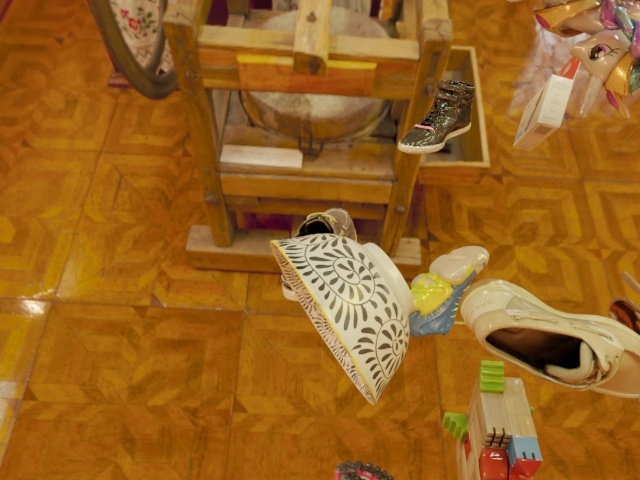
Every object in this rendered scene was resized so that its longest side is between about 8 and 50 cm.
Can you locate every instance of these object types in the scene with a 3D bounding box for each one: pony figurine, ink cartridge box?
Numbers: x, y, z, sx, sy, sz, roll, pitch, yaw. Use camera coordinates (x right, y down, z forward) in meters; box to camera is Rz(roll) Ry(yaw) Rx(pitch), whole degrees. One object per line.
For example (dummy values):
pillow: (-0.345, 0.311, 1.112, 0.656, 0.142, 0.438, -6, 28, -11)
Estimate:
pony figurine: (0.404, -0.371, 0.695, 0.351, 0.303, 0.363, -35, 68, 5)
ink cartridge box: (0.663, -0.419, 1.496, 0.066, 0.296, 0.261, 18, 90, 8)

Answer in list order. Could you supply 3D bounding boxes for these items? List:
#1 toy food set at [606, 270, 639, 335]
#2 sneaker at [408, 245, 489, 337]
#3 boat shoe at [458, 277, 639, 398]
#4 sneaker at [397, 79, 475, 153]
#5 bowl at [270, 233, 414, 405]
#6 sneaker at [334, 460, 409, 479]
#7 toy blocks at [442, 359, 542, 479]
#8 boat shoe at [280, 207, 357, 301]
toy food set: (0.498, 0.154, 0.832, 0.038, 0.192, 0.132, -14, 32, 2)
sneaker: (0.255, 0.114, 1.056, 0.240, 0.126, 0.091, -33, 22, 9)
boat shoe: (0.320, 0.148, 0.658, 0.302, 0.109, 0.098, 24, 26, -11)
sneaker: (0.293, -0.322, 1.298, 0.104, 0.147, 0.296, 26, 43, 35)
bowl: (0.032, 0.054, 0.464, 0.080, 0.170, 0.170, -31, 66, -9)
sneaker: (0.136, 0.467, 0.808, 0.299, 0.121, 0.112, 16, 95, 48)
toy blocks: (0.373, 0.485, 1.093, 0.191, 0.381, 0.261, 4, 36, 4)
boat shoe: (0.000, 0.000, 1.080, 0.117, 0.096, 0.324, 3, 29, 20)
